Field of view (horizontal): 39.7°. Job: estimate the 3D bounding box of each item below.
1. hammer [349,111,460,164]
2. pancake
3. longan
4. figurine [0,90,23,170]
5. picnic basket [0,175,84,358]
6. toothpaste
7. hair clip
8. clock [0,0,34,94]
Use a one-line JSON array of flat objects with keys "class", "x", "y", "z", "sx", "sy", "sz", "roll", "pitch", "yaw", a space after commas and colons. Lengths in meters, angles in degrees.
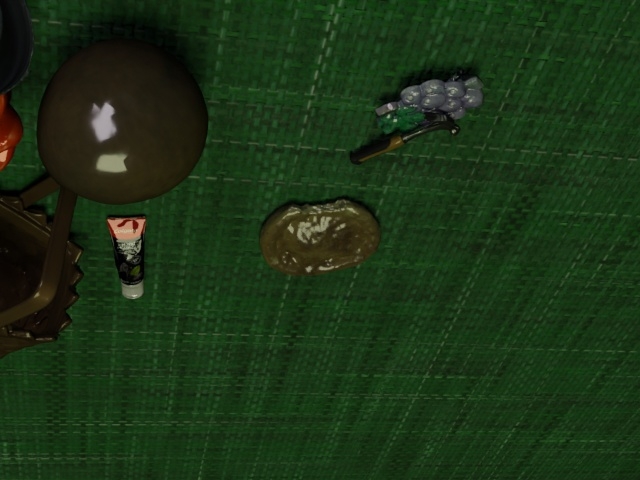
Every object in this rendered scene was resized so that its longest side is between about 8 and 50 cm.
[{"class": "hammer", "x": 0.136, "y": -0.174, "z": 1.528, "sx": 0.201, "sy": 0.021, "sz": 0.078, "roll": -19, "pitch": 152, "yaw": 30}, {"class": "pancake", "x": 0.000, "y": 0.001, "z": 1.719, "sx": 0.236, "sy": 0.042, "sz": 0.222, "roll": 8, "pitch": 134, "yaw": -18}, {"class": "longan", "x": -0.295, "y": -0.171, "z": 1.317, "sx": 0.258, "sy": 0.258, "sz": 0.258, "roll": -5, "pitch": 139, "yaw": -4}, {"class": "figurine", "x": -0.624, "y": -0.212, "z": 1.213, "sx": 0.306, "sy": 0.241, "sz": 0.412, "roll": -30, "pitch": 144, "yaw": 8}, {"class": "picnic basket", "x": -0.534, "y": 0.039, "z": 1.509, "sx": 0.321, "sy": 0.254, "sz": 0.291, "roll": -24, "pitch": 138, "yaw": 33}, {"class": "toothpaste", "x": -0.367, "y": 0.029, "z": 1.692, "sx": 0.071, "sy": 0.045, "sz": 0.193, "roll": -1, "pitch": 132, "yaw": -9}, {"class": "hair clip", "x": 0.178, "y": -0.233, "z": 1.489, "sx": 0.195, "sy": 0.052, "sz": 0.124, "roll": -24, "pitch": 142, "yaw": 28}, {"class": "clock", "x": -0.499, "y": -0.302, "z": 1.097, "sx": 0.061, "sy": 0.312, "sz": 0.313, "roll": -24, "pitch": 137, "yaw": 29}]
